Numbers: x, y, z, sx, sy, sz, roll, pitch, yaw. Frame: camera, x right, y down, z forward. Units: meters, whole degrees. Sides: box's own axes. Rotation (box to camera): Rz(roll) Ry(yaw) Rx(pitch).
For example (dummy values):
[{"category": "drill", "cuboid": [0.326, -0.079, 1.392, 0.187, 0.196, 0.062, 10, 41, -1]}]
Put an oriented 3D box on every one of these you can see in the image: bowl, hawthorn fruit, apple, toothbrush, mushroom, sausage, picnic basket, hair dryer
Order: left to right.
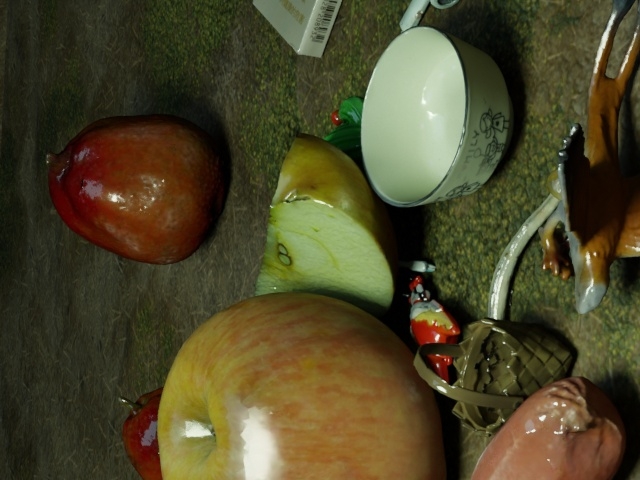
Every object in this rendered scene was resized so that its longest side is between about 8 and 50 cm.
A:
[{"category": "hawthorn fruit", "cuboid": [-0.322, -0.093, 2.386, 0.295, 0.311, 0.295, 0, -90, -87]}, {"category": "hawthorn fruit", "cuboid": [-0.222, 0.331, 2.198, 0.224, 0.261, 0.224, -43, 29, 31]}, {"category": "apple", "cuboid": [-0.032, 0.264, 1.795, 0.391, 0.346, 0.391, -5, 84, 61]}, {"category": "apple", "cuboid": [0.000, 0.000, 1.883, 0.346, 0.179, 0.254, 105, 149, -57]}, {"category": "toothbrush", "cuboid": [0.082, 0.032, 1.947, 0.263, 0.026, 0.022, 5, 85, 59]}, {"category": "hair dryer", "cuboid": [0.146, -0.335, 1.871, 0.137, 0.047, 0.082, -59, 41, 46]}, {"category": "bowl", "cuboid": [0.164, -0.156, 1.735, 0.238, 0.126, 0.237, -10, 79, 59]}, {"category": "picnic basket", "cuboid": [0.194, 0.163, 1.596, 0.128, 0.178, 0.137, 41, 121, 54]}, {"category": "mushroom", "cuboid": [0.248, 0.041, 1.665, 0.068, 0.043, 0.306, -101, 26, -60]}, {"category": "sausage", "cuboid": [0.256, 0.262, 1.525, 0.254, 0.148, 0.148, -57, 41, 31]}]

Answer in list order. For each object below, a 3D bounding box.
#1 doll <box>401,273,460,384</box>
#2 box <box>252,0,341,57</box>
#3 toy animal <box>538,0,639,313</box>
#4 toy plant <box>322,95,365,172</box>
[{"category": "doll", "cuboid": [0.150, 0.111, 1.802, 0.169, 0.057, 0.109, -106, 19, -54]}, {"category": "box", "cuboid": [0.002, -0.498, 2.118, 0.204, 0.051, 0.365, 54, 131, 48]}, {"category": "toy animal", "cuboid": [0.304, -0.086, 1.490, 0.302, 0.225, 0.284, 116, 159, -49]}, {"category": "toy plant", "cuboid": [0.042, -0.105, 1.977, 0.154, 0.088, 0.240, 60, 145, 22]}]
